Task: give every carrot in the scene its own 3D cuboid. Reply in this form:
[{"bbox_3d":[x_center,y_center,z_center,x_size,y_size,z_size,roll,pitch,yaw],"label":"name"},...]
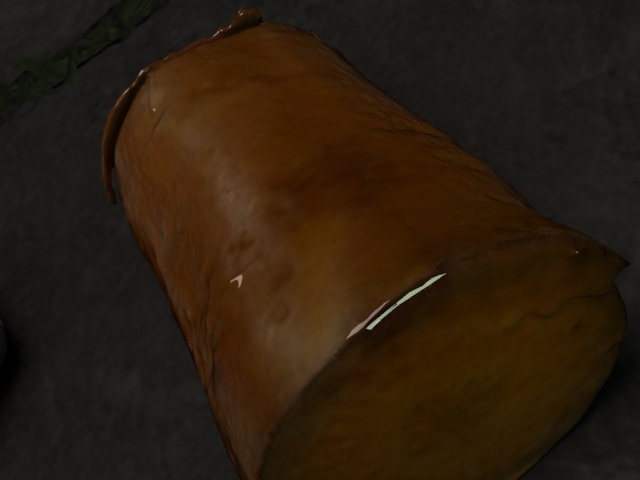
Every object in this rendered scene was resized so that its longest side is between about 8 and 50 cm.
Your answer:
[{"bbox_3d":[0.000,0.000,0.928,0.196,0.196,0.254,-42,50,4],"label":"carrot"}]

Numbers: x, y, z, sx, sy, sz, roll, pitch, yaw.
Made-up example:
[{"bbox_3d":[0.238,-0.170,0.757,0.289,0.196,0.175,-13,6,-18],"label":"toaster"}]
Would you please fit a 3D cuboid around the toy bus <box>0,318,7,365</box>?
[{"bbox_3d":[-0.271,0.081,1.077,0.142,0.142,0.202,9,69,41],"label":"toy bus"}]
